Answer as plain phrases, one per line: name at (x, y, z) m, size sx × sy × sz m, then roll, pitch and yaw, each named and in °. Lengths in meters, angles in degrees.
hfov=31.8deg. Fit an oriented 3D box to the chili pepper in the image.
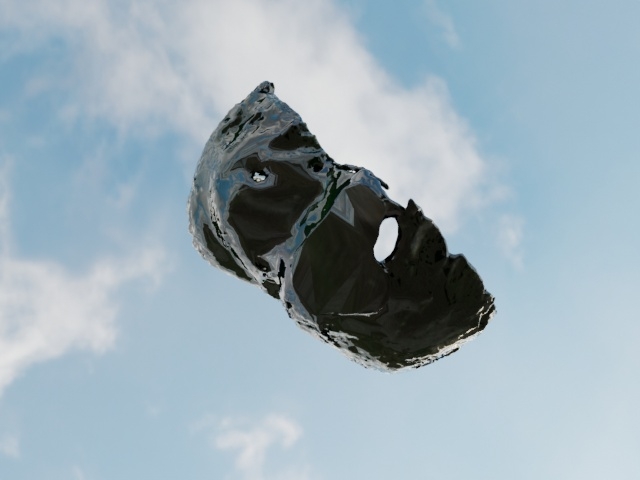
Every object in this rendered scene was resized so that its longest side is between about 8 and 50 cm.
chili pepper at (-0.001, 0.002, 0.825) m, size 0.148 × 0.264 × 0.116 m, roll -58°, pitch -23°, yaw 14°
